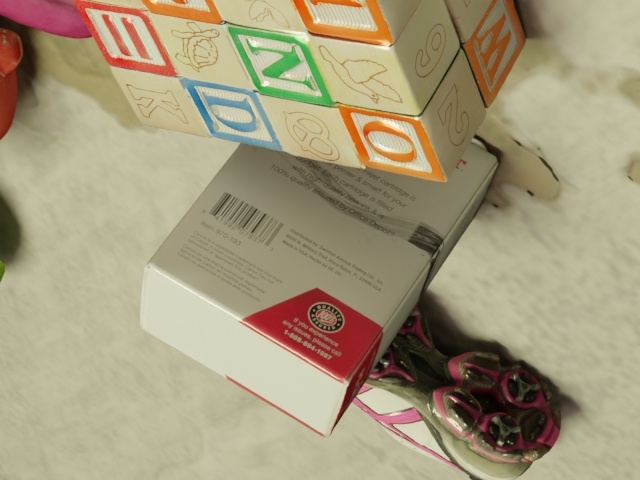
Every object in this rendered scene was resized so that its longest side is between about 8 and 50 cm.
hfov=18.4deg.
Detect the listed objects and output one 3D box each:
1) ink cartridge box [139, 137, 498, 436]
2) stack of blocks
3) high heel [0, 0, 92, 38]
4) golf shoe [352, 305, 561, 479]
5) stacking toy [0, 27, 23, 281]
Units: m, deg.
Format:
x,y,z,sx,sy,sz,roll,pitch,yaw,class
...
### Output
x,y,z,sx,sy,sz,roll,pitch,yaw,class
0.000,0.000,0.942,0.109,0.150,0.063,30,149,10,ink cartridge box
-0.042,-0.163,0.805,0.171,0.087,0.297,12,147,32,stack of blocks
-0.202,-0.157,0.941,0.244,0.082,0.117,10,158,-19,high heel
0.035,0.072,1.066,0.186,0.067,0.086,37,147,0,golf shoe
-0.292,-0.094,1.172,0.309,0.130,0.279,29,171,16,stacking toy
